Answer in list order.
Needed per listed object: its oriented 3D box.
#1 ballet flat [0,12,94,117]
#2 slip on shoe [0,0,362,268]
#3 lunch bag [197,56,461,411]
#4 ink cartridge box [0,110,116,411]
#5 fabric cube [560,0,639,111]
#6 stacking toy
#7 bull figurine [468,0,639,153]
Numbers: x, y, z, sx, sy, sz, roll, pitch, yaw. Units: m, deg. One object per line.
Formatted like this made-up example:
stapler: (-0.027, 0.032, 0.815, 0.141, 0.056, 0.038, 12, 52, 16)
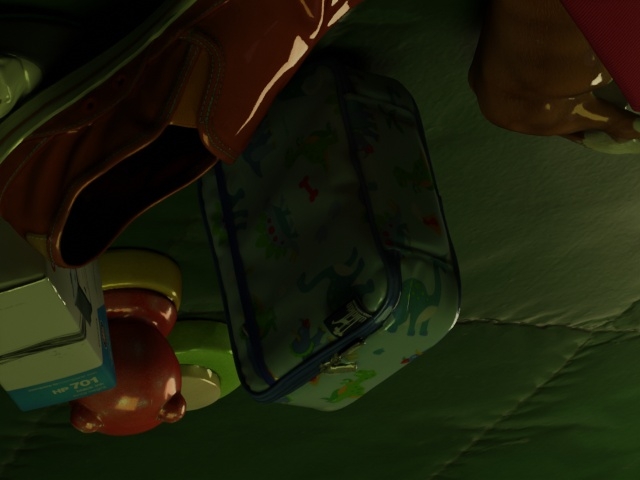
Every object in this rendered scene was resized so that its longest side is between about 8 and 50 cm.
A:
ballet flat: (-0.238, -0.105, 1.235, 0.203, 0.074, 0.074, 1, 149, -26)
slip on shoe: (-0.067, -0.099, 1.243, 0.331, 0.101, 0.123, -36, 157, 9)
lunch bag: (0.000, 0.000, 1.371, 0.090, 0.219, 0.176, 14, 143, -40)
ink cartridge box: (-0.213, 0.018, 1.396, 0.082, 0.139, 0.190, -13, 152, 2)
fabric cube: (0.193, -0.261, 0.933, 0.254, 0.259, 0.258, -23, 149, 19)
stacking toy: (-0.063, 0.108, 1.641, 0.309, 0.130, 0.279, -12, 152, -2)
bull figurine: (0.179, -0.152, 1.270, 0.188, 0.101, 0.310, 17, 159, 5)
